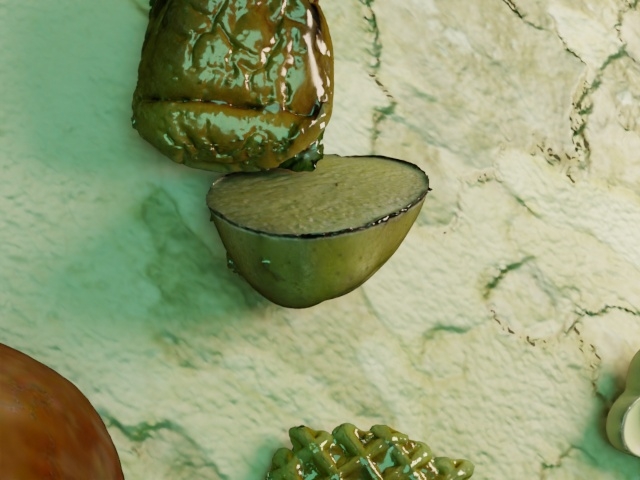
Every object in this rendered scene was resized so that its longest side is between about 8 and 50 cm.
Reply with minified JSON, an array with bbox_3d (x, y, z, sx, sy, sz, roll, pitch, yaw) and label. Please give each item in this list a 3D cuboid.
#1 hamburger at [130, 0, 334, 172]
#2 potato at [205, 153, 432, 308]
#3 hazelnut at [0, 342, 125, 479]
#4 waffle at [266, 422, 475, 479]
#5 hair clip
[{"bbox_3d":[-0.076,-0.164,0.892,0.183,0.130,0.206,6,70,-9],"label":"hamburger"},{"bbox_3d":[0.000,0.000,0.892,0.202,0.182,0.117,-26,122,-42],"label":"potato"},{"bbox_3d":[-0.302,0.229,0.654,0.365,0.366,0.366,4,78,-17],"label":"hazelnut"},{"bbox_3d":[0.035,0.273,0.881,0.207,0.054,0.214,17,74,-14],"label":"waffle"},{"bbox_3d":[0.377,0.209,0.998,0.159,0.071,0.219,-12,87,-26],"label":"hair clip"}]
